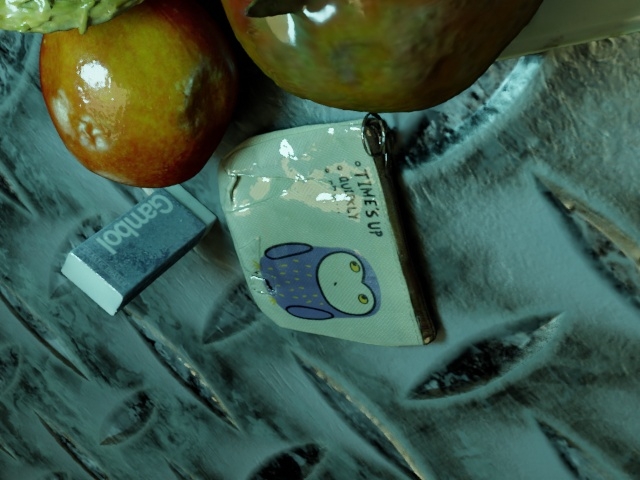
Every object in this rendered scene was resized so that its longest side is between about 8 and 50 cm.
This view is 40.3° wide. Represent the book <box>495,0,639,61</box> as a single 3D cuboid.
[{"bbox_3d":[0.139,-0.288,0.798,0.370,0.043,0.260,-5,118,38],"label":"book"}]

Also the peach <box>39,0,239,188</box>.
[{"bbox_3d":[-0.200,-0.178,1.009,0.243,0.199,0.244,7,121,12],"label":"peach"}]

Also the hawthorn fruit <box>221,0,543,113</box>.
[{"bbox_3d":[0.035,-0.217,0.687,0.276,0.298,0.277,19,129,25],"label":"hawthorn fruit"}]

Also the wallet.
[{"bbox_3d":[0.003,-0.002,1.083,0.274,0.068,0.335,2,123,32],"label":"wallet"}]

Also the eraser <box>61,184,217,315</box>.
[{"bbox_3d":[-0.234,0.003,1.152,0.092,0.212,0.046,40,134,3],"label":"eraser"}]

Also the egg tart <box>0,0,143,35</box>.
[{"bbox_3d":[-0.289,-0.371,0.898,0.345,0.345,0.132,50,168,-6],"label":"egg tart"}]
